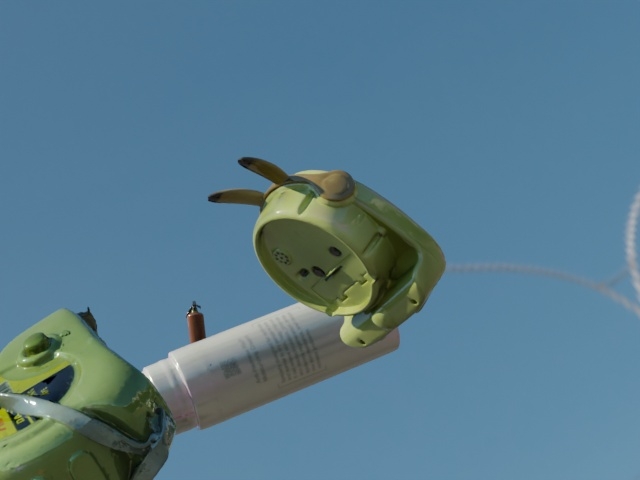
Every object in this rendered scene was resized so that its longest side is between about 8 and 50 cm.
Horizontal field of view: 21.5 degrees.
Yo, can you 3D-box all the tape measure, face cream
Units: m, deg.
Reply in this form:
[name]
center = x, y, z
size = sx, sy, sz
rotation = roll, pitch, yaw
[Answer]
[tape measure]
center = -0.187, 0.139, 1.161
size = 0.175, 0.200, 0.106
rotation = -34, -61, -17
[face cream]
center = -0.080, 0.146, 1.979
size = 0.345, 0.102, 0.102
rotation = -20, -29, -12

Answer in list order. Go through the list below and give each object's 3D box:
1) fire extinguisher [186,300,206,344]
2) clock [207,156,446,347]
[fire extinguisher]
center = -0.154, 0.116, 2.107
size = 0.022, 0.083, 0.028
rotation = -7, -5, -4
[clock]
center = 0.000, 0.000, 1.689
size = 0.069, 0.232, 0.170
rotation = -56, 6, -34
